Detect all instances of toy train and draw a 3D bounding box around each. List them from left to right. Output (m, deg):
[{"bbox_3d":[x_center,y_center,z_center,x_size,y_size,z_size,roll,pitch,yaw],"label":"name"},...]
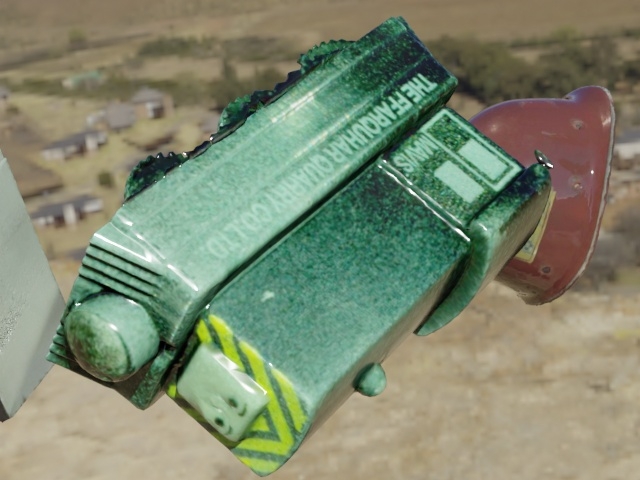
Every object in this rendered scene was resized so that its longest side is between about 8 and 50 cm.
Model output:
[{"bbox_3d":[0.000,0.000,0.822,0.178,0.138,0.330,40,46,9],"label":"toy train"}]

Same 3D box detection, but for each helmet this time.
[{"bbox_3d":[0.142,-0.046,1.052,0.106,0.175,0.155,16,28,-19],"label":"helmet"}]

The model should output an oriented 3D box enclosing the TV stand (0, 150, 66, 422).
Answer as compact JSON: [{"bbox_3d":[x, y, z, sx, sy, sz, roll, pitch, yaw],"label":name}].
[{"bbox_3d":[-0.226,-0.027,0.770,0.088,0.269,0.083,5,41,26],"label":"TV stand"}]
